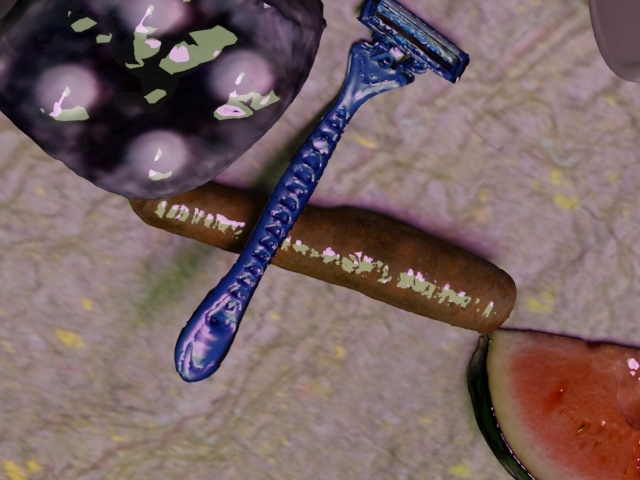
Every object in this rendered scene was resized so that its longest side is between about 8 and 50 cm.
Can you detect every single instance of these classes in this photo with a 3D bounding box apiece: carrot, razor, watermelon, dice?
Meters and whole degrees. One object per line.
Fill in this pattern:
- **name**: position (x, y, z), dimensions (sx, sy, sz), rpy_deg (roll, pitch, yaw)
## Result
- **carrot**: position (0.000, 0.001, 1.373), dimensions (0.342, 0.070, 0.070), rpy_deg (17, 123, -18)
- **razor**: position (-0.017, -0.033, 1.308), dimensions (0.093, 0.056, 0.324), rpy_deg (32, 95, -22)
- **watermelon**: position (0.253, 0.186, 1.569), dimensions (0.303, 0.159, 0.128), rpy_deg (12, 163, -19)
- **dice**: position (-0.119, -0.151, 1.145), dimensions (0.183, 0.181, 0.182), rpy_deg (-40, 123, 20)

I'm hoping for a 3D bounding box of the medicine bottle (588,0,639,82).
- **medicine bottle**: position (0.357, -0.193, 1.176), dimensions (0.302, 0.241, 0.241), rpy_deg (3, 127, -14)
